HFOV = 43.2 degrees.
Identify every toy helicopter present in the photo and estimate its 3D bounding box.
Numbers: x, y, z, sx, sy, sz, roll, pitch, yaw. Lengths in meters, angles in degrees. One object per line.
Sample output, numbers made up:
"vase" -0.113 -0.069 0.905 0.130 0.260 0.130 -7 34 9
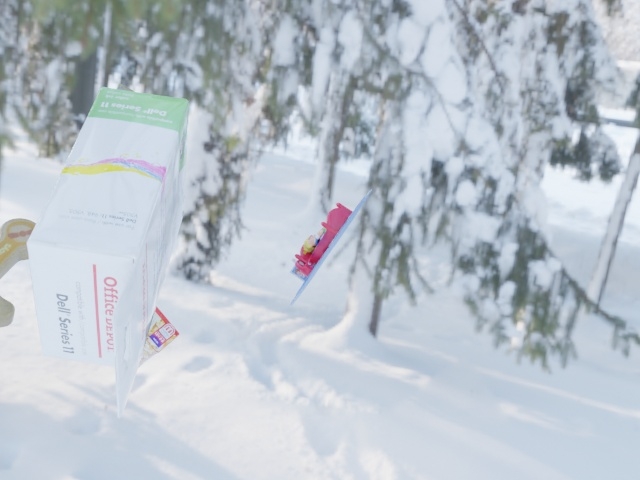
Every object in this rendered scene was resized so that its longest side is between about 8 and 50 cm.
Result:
"toy helicopter" -0.625 0.064 1.416 0.235 0.140 0.355 29 40 2

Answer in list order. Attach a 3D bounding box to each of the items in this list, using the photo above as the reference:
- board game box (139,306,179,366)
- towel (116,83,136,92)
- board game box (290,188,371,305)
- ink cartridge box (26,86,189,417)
"board game box" -0.300 0.091 1.177 0.045 0.193 0.147 -41 3 -30
"towel" -0.282 -0.196 1.230 0.083 0.060 0.009 30 -21 -7
"board game box" 0.000 0.000 0.963 0.033 0.168 0.133 34 2 3
"ink cartridge box" -0.249 0.006 0.958 0.119 0.207 0.353 9 45 -3
